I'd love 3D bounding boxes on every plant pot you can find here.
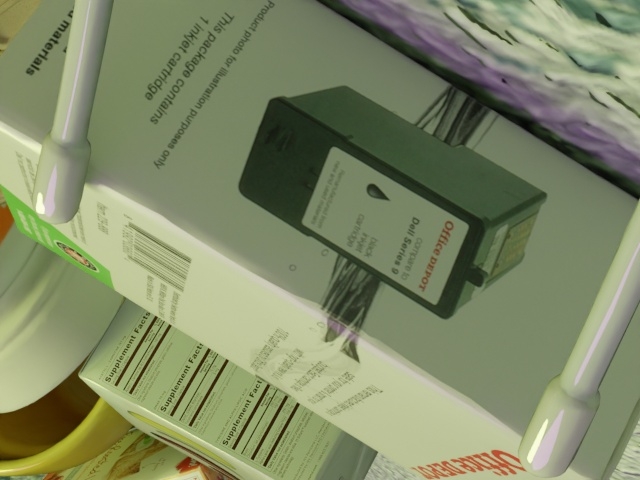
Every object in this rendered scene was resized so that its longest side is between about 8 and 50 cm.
[{"bbox_3d":[-0.246,0.097,1.135,0.254,0.254,0.239,25,179,20],"label":"plant pot"}]

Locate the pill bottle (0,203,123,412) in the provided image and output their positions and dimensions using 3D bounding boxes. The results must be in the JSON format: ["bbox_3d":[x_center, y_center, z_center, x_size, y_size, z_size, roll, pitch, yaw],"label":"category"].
[{"bbox_3d":[-0.336,-0.049,0.838,0.224,0.224,0.392,11,155,51],"label":"pill bottle"}]

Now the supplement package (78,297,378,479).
[{"bbox_3d":[-0.052,0.118,0.964,0.203,0.149,0.194,25,163,17],"label":"supplement package"}]

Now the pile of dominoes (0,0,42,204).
[{"bbox_3d":[-0.211,-0.095,0.645,0.251,0.196,0.040,66,-176,-64],"label":"pile of dominoes"}]

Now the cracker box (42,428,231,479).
[{"bbox_3d":[-0.177,0.239,1.150,0.067,0.232,0.155,66,-161,-12],"label":"cracker box"}]

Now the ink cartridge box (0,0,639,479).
[{"bbox_3d":[0.000,0.000,0.558,0.289,0.121,0.211,32,164,-1],"label":"ink cartridge box"}]

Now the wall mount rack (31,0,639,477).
[{"bbox_3d":[0.002,-0.075,0.300,0.350,0.130,0.304,27,161,16],"label":"wall mount rack"}]
